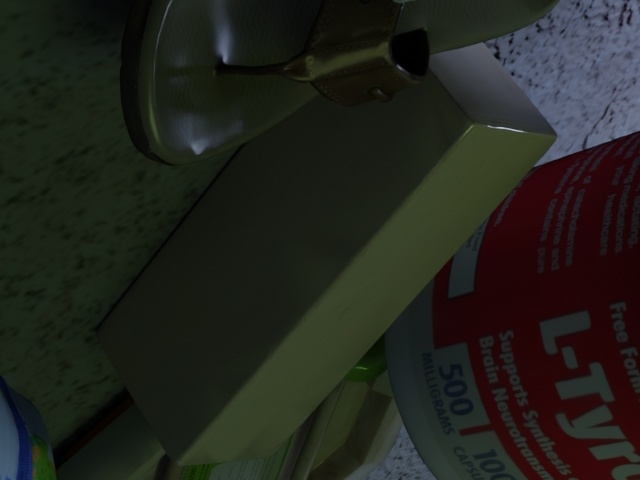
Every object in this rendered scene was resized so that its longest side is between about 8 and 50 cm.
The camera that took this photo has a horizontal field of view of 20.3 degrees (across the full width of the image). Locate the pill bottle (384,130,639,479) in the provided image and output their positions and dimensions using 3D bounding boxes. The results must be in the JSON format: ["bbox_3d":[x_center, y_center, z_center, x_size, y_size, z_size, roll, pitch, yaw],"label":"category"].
[{"bbox_3d":[0.249,0.034,1.016,0.229,0.229,0.407,-7,171,-43],"label":"pill bottle"}]

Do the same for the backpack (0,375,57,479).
[{"bbox_3d":[-0.272,0.176,0.783,0.273,0.290,0.356,10,120,-20],"label":"backpack"}]

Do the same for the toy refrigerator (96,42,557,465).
[{"bbox_3d":[0.000,0.000,0.990,0.094,0.102,0.269,3,134,-51],"label":"toy refrigerator"}]

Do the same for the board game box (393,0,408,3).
[{"bbox_3d":[0.130,-0.250,0.679,0.224,0.097,0.303,-12,139,-21],"label":"board game box"}]

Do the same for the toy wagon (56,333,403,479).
[{"bbox_3d":[-0.090,0.162,1.188,0.344,0.068,0.267,-18,148,-28],"label":"toy wagon"}]

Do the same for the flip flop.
[{"bbox_3d":[0.028,-0.109,0.827,0.277,0.080,0.112,-20,119,-32],"label":"flip flop"}]
